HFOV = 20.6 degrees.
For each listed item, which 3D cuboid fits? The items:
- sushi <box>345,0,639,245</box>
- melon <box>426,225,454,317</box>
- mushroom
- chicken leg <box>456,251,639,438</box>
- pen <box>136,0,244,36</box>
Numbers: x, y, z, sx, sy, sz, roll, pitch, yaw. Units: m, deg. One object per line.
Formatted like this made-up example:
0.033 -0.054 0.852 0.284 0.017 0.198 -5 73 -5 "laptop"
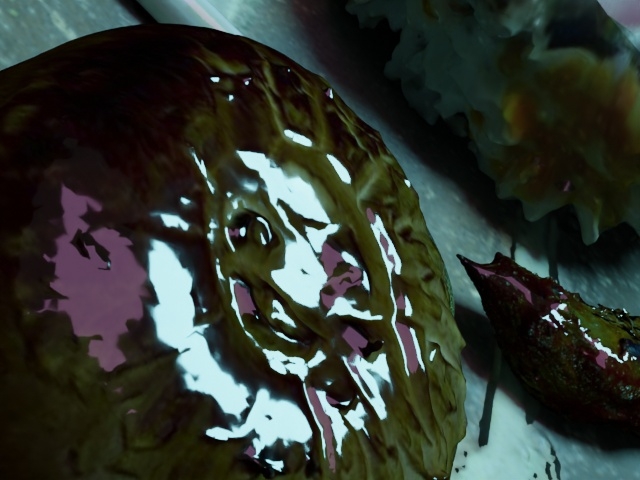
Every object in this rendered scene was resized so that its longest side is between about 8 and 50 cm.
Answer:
0.193 -0.179 1.190 0.418 0.175 0.417 14 37 -11 "sushi"
0.000 0.000 0.856 0.162 0.099 0.099 49 31 1 "melon"
-0.064 0.031 0.676 0.278 0.163 0.297 42 38 -2 "mushroom"
0.172 0.065 1.010 0.234 0.063 0.105 11 39 -41 "chicken leg"
-0.087 -0.138 0.982 0.269 0.033 0.033 45 31 1 "pen"
